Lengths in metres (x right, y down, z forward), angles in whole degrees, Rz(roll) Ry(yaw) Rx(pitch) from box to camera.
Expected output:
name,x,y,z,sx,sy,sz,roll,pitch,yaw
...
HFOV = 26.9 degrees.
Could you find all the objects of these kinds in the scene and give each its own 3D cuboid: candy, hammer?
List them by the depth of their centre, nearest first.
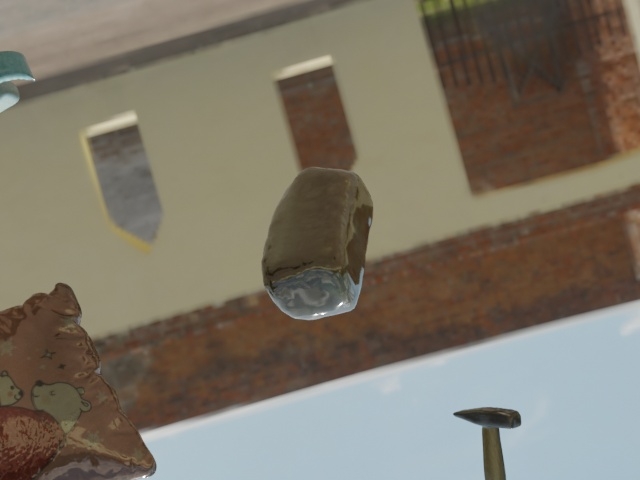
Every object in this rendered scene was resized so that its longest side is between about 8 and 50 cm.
name,x,y,z,sx,sy,sz,roll,pitch,yaw
hammer,0.134,0.223,1.014,0.013,0.199,0.062,-10,-173,-38
candy,0.000,0.000,1.640,0.104,0.102,0.234,-13,-145,17

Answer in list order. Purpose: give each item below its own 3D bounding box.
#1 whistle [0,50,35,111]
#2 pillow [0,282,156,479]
name,x,y,z,sx,sy,sz,roll,pitch,yaw
whistle,-0.412,-0.153,1.405,0.186,0.093,0.274,-31,172,21
pillow,-0.315,0.183,1.379,0.223,0.236,0.084,-27,177,-11
